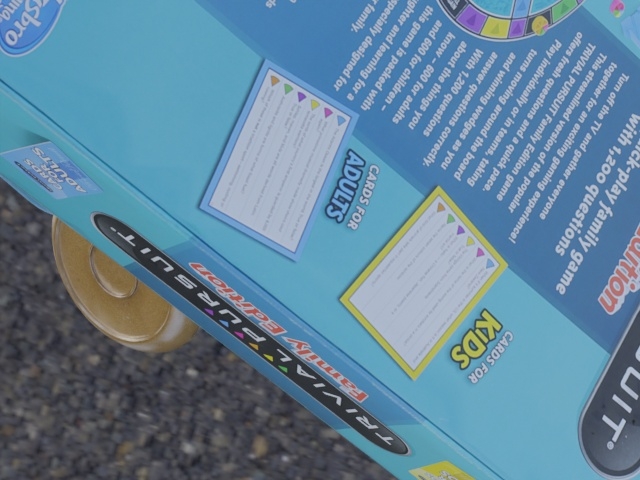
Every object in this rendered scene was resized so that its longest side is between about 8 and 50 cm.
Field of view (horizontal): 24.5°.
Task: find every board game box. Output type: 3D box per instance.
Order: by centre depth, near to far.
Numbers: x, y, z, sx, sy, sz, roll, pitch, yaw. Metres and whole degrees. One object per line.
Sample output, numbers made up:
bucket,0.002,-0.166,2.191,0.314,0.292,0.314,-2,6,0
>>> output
board game box,0.043,-0.059,0.588,0.336,0.079,0.254,40,68,-16

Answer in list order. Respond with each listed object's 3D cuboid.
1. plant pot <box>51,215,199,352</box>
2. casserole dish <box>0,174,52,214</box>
plant pot,-0.230,0.027,1.693,0.236,0.032,0.236,19,123,31
casserole dish,-0.215,-0.075,1.247,0.114,0.188,0.037,-11,63,16
